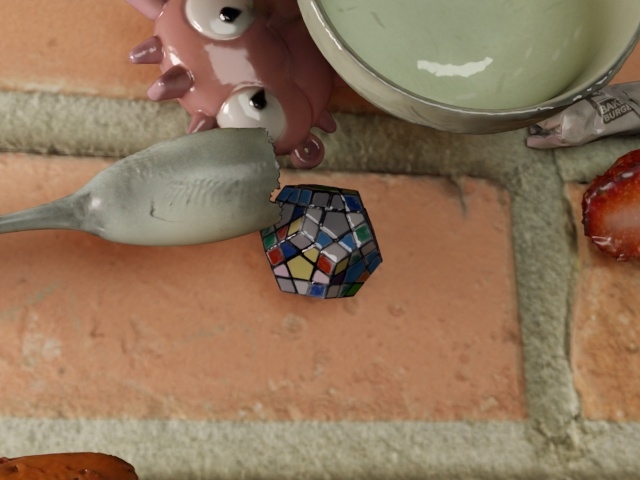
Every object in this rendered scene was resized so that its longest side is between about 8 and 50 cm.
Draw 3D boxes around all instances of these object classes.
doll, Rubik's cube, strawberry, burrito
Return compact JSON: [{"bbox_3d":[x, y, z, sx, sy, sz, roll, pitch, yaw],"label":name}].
[{"bbox_3d":[-0.072,-0.177,1.495,0.211,0.093,0.262,-20,82,-30],"label":"doll"},{"bbox_3d":[0.000,0.000,1.462,0.111,0.093,0.111,7,68,-16],"label":"Rubik's cube"},{"bbox_3d":[0.362,-0.053,1.596,0.236,0.107,0.175,18,104,-10],"label":"strawberry"},{"bbox_3d":[0.293,-0.122,1.614,0.203,0.064,0.064,-9,75,-19],"label":"burrito"}]

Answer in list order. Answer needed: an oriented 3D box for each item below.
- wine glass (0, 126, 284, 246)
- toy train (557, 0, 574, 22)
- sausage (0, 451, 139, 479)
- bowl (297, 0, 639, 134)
[{"bbox_3d":[-0.196,-0.104,1.355,0.309,0.096,0.264,-12,111,-12],"label":"wine glass"},{"bbox_3d":[0.235,-0.224,1.605,0.071,0.111,0.170,33,58,-20],"label":"toy train"},{"bbox_3d":[-0.290,0.222,1.295,0.330,0.102,0.102,-8,75,-19],"label":"sausage"},{"bbox_3d":[0.121,-0.226,1.465,0.307,0.163,0.307,2,77,-9],"label":"bowl"}]
